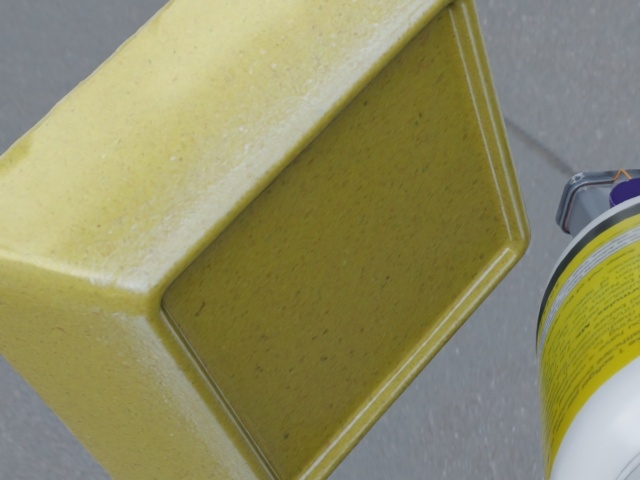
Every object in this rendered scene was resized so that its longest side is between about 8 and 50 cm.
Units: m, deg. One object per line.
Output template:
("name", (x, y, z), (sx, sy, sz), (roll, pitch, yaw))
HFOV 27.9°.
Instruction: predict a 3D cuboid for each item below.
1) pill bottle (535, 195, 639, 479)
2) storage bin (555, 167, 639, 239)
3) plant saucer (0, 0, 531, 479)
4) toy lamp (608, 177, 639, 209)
("pill bottle", (0.128, 0.064, 0.400), (0.119, 0.208, 0.119), (3, 108, 8))
("storage bin", (0.330, -0.019, 1.347), (0.135, 0.098, 0.091), (-4, 46, -11))
("plant saucer", (0.000, 0.000, 0.707), (0.081, 0.333, 0.333), (32, 69, 34))
("toy lamp", (0.222, 0.095, 0.871), (0.080, 0.275, 0.080), (-1, 30, 1))
